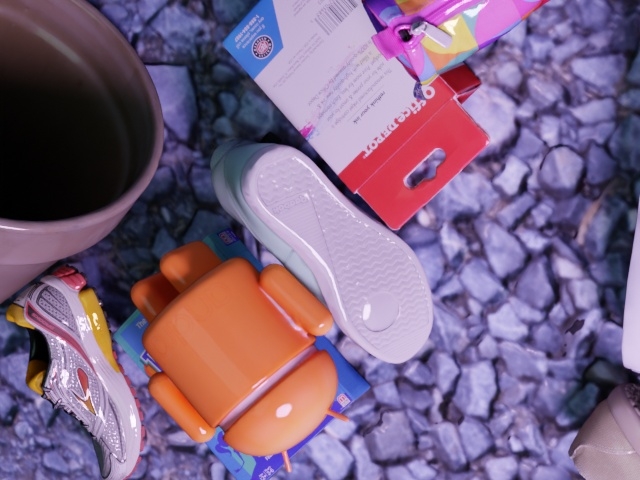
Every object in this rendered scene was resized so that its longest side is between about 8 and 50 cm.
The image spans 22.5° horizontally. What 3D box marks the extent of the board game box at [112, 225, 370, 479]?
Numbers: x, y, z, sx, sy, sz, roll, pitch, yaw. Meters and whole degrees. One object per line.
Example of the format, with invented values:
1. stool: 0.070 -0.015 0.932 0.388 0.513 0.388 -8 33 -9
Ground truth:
1. board game box: -0.079 0.116 1.555 0.210 0.047 0.160 48 117 7

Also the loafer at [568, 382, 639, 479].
1. loafer: 0.310 0.253 1.396 0.092 0.102 0.268 -36 78 28

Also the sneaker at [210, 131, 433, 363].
1. sneaker: 0.000 -0.001 1.481 0.094 0.151 0.256 -43 115 -9

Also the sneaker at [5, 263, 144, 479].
1. sneaker: -0.245 0.141 1.588 0.088 0.093 0.225 7 121 61

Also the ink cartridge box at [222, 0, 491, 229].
1. ink cartridge box: 0.043 -0.139 1.417 0.231 0.078 0.134 49 117 5

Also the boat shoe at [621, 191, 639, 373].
1. boat shoe: 0.338 -0.048 1.280 0.156 0.136 0.367 11 110 21

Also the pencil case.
1. pencil case: 0.146 -0.216 1.300 0.236 0.104 0.104 -33 89 3

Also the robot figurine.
1. robot figurine: -0.074 0.104 1.453 0.158 0.128 0.219 -40 84 -15

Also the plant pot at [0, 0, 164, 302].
1. plant pot: -0.347 -0.060 1.506 0.323 0.323 0.280 45 132 7
